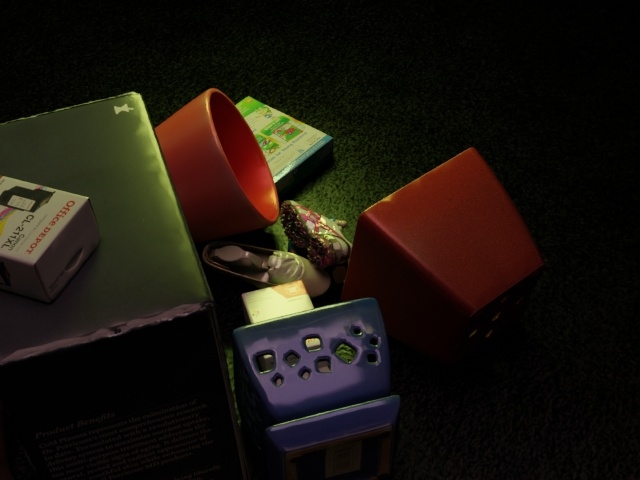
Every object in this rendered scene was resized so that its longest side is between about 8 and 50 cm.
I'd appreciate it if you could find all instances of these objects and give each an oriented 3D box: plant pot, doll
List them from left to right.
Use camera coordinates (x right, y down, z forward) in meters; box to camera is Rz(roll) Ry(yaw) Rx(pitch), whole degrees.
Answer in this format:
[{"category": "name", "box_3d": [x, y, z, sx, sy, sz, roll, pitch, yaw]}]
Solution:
[{"category": "plant pot", "box_3d": [-0.244, -0.109, 1.902, 0.243, 0.275, 0.275, -24, 43, 12]}, {"category": "doll", "box_3d": [0.000, 0.000, 1.940, 0.129, 0.046, 0.189, -36, 53, -15]}, {"category": "plant pot", "box_3d": [0.001, 0.255, 1.554, 0.236, 0.236, 0.212, -11, 50, -10]}, {"category": "plant pot", "box_3d": [0.224, 0.050, 1.745, 0.267, 0.267, 0.236, -31, 62, -26]}]

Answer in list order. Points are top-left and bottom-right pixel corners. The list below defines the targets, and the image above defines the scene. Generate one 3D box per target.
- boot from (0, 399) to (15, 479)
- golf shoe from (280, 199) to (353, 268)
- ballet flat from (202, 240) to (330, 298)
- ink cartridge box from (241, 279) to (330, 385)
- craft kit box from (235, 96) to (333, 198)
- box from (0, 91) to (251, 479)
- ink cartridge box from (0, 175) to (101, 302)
[{"category": "boot", "box_3d": [-0.520, 0.337, 1.613, 0.248, 0.090, 0.207, -31, 63, -28]}, {"category": "golf shoe", "box_3d": [-0.007, -0.015, 1.890, 0.086, 0.067, 0.186, -14, 44, -33]}, {"category": "ballet flat", "box_3d": [-0.105, 0.048, 1.868, 0.248, 0.086, 0.086, 12, 46, 17]}, {"category": "ink cartridge box", "box_3d": [-0.056, 0.168, 1.756, 0.115, 0.067, 0.198, -14, 46, -12]}, {"category": "craft kit box", "box_3d": [-0.144, -0.182, 2.131, 0.246, 0.061, 0.250, 32, 53, 27]}, {"category": "box", "box_3d": [-0.317, 0.122, 1.526, 0.297, 0.472, 0.480, -14, 45, -12]}, {"category": "ink cartridge box", "box_3d": [-0.384, -0.008, 1.275, 0.175, 0.072, 0.127, 13, 47, 19]}]
